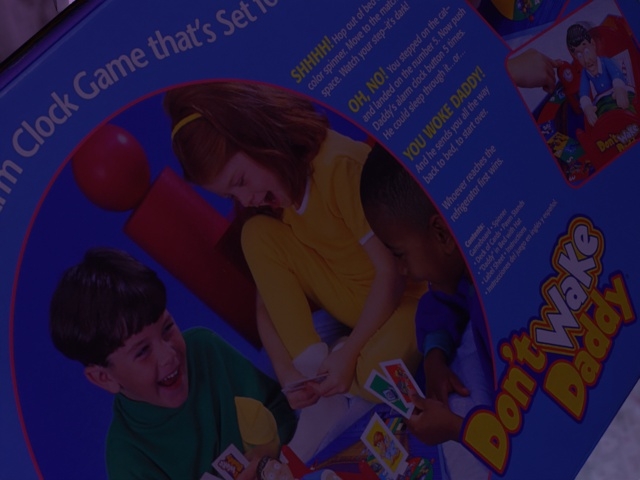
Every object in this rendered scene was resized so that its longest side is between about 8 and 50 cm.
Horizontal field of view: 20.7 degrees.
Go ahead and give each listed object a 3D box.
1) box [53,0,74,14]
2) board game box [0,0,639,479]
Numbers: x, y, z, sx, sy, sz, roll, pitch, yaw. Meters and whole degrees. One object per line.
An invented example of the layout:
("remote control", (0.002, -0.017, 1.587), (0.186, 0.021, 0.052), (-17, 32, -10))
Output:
("box", (-0.066, -0.204, 0.744), (0.145, 0.038, 0.186), (-13, 101, 12))
("board game box", (0.000, 0.000, 0.610), (0.078, 0.347, 0.233), (-22, 111, 50))
